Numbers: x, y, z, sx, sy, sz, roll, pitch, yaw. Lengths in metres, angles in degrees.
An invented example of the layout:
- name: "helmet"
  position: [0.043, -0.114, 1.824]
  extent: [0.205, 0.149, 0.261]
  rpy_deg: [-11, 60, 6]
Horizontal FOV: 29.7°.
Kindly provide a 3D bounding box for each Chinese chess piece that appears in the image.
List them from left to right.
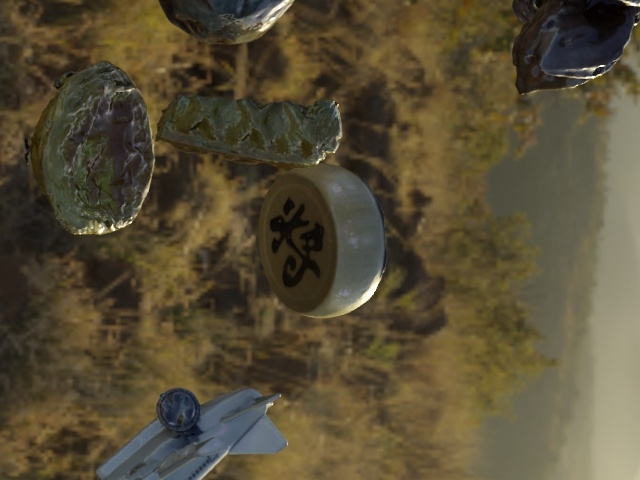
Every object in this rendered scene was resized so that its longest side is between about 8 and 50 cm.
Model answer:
- name: "Chinese chess piece"
  position: [0.000, 0.000, 2.002]
  extent: [0.104, 0.257, 0.257]
  rpy_deg: [-6, 96, -34]

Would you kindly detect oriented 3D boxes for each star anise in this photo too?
- name: "star anise"
  position: [0.237, -0.222, 1.004]
  extent: [0.236, 0.093, 0.229]
  rpy_deg: [-62, 176, 35]

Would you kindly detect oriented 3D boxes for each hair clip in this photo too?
- name: "hair clip"
  position: [0.292, -0.329, 1.608]
  extent: [0.124, 0.052, 0.195]
  rpy_deg: [54, 1, 24]

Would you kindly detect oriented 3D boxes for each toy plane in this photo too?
- name: "toy plane"
  position: [-0.151, 0.210, 1.122]
  extent: [0.101, 0.255, 0.251]
  rpy_deg: [56, -12, 8]

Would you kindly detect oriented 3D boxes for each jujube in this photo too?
- name: "jujube"
  position: [-0.101, -0.409, 1.626]
  extent: [0.215, 0.246, 0.308]
  rpy_deg: [31, 101, -40]

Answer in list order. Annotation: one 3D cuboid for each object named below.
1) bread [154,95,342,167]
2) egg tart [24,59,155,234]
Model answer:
- name: "bread"
  position: [-0.088, -0.136, 1.502]
  extent: [0.128, 0.232, 0.088]
  rpy_deg: [134, -42, -73]
- name: "egg tart"
  position: [-0.169, -0.067, 0.873]
  extent: [0.130, 0.052, 0.130]
  rpy_deg: [-20, 113, -61]
